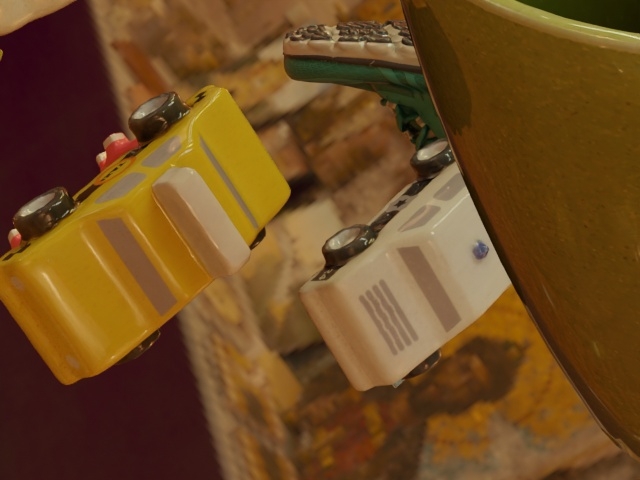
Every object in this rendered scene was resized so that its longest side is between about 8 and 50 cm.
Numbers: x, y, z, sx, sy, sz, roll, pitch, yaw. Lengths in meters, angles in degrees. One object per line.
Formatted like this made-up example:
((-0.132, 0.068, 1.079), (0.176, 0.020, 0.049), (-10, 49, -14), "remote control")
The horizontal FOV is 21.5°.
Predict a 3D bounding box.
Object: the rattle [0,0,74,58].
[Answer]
((-0.133, -0.121, 0.851), (0.142, 0.130, 0.199), (65, 34, -22), "rattle")

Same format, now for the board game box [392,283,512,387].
((0.088, 0.034, 1.389), (0.103, 0.154, 0.026), (53, -8, -32), "board game box")

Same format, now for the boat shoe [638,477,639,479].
((0.339, 0.260, 1.381), (0.228, 0.069, 0.081), (21, -43, 45), "boat shoe")

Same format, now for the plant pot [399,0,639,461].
((0.170, -0.041, 0.692), (0.275, 0.275, 0.293), (-110, -172, -48), "plant pot")

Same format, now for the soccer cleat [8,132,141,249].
((-0.118, -0.012, 1.094), (0.083, 0.248, 0.095), (-25, 84, -45), "soccer cleat")

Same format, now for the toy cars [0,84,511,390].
((0.000, 0.000, 0.988), (0.394, 0.087, 0.176), (5, 85, -37), "toy cars")

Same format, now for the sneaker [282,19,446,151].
((0.102, -0.083, 1.156), (0.275, 0.110, 0.107), (17, 15, -2), "sneaker")
